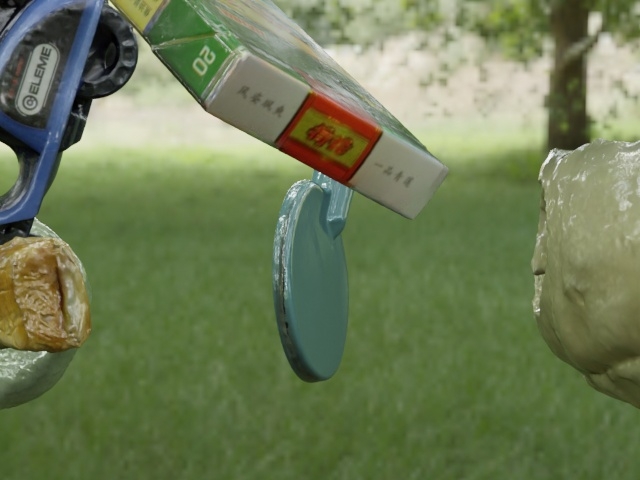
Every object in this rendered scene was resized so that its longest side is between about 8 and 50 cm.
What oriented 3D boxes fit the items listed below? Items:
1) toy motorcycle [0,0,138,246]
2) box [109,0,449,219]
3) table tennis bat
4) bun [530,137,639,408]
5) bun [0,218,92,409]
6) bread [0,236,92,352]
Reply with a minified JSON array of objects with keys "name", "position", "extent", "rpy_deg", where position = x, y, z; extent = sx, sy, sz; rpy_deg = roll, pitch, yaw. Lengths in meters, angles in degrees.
[{"name":"toy motorcycle","position":[-0.291,-0.108,1.406],"extent":[0.212,0.359,0.125],"rpy_deg":[17,5,-13]},{"name":"box","position":[-0.047,-0.101,0.745],"extent":[0.132,0.034,0.235],"rpy_deg":[26,15,-43]},{"name":"table tennis bat","position":[0.000,0.000,1.236],"extent":[0.038,0.237,0.149],"rpy_deg":[-4,-43,19]},{"name":"bun","position":[0.312,0.048,1.163],"extent":[0.364,0.202,0.364],"rpy_deg":[8,-6,1]},{"name":"bun","position":[-0.345,0.074,1.685],"extent":[0.203,0.213,0.126],"rpy_deg":[15,-15,3]},{"name":"bread","position":[-0.190,0.036,1.000],"extent":[0.053,0.074,0.132],"rpy_deg":[-15,4,-34]}]
